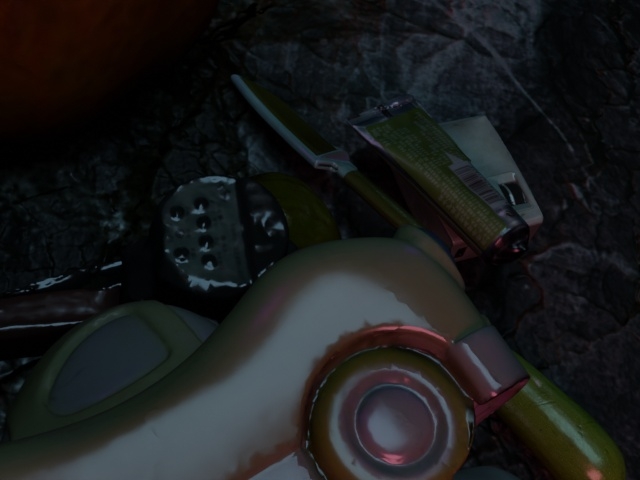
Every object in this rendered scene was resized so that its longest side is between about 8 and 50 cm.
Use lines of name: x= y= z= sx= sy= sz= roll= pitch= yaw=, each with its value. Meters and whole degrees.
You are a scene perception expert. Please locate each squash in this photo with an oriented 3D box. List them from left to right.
squash: x=0.208 y=0.163 z=0.964 sx=0.066 sy=0.066 sz=0.201 roll=-30 pitch=65 yaw=-26

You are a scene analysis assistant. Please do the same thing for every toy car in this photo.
toy car: x=-0.082 y=0.118 z=0.590 sx=0.336 sy=0.242 sz=0.226 roll=-30 pitch=72 yaw=-25

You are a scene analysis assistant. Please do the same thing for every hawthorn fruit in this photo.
hawthorn fruit: x=-0.309 y=-0.326 z=0.949 sx=0.471 sy=0.472 sz=0.472 roll=5 pitch=57 yaw=-8

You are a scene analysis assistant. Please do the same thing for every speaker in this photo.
speaker: x=-0.141 y=0.068 z=0.808 sx=0.259 sy=0.329 sz=0.198 roll=14 pitch=56 yaw=5

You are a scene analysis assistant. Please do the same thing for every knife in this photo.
knife: x=0.010 y=-0.085 z=1.049 sx=0.061 sy=0.027 sz=0.343 roll=5 pitch=32 yaw=-47

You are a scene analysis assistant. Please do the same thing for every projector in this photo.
projector: x=0.151 y=-0.054 z=1.089 sx=0.115 sy=0.061 sz=0.147 roll=-14 pitch=62 yaw=-18

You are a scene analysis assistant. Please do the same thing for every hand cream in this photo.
hand cream: x=0.126 y=-0.062 z=1.030 sx=0.086 sy=0.055 sz=0.235 roll=-24 pitch=58 yaw=-27

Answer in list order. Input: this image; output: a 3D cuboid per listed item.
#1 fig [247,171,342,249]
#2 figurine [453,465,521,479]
fig: x=0.000 y=0.000 z=1.014 sx=0.236 sy=0.124 sz=0.124 roll=6 pitch=54 yaw=-34
figurine: x=0.098 y=0.258 z=0.775 sx=0.133 sy=0.236 sz=0.176 roll=-14 pitch=63 yaw=-19
